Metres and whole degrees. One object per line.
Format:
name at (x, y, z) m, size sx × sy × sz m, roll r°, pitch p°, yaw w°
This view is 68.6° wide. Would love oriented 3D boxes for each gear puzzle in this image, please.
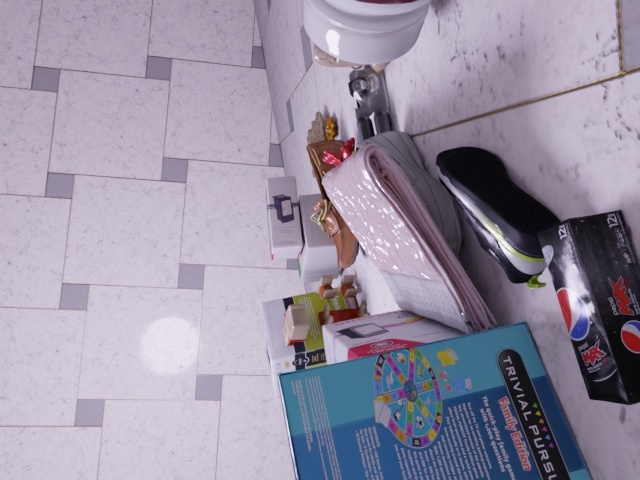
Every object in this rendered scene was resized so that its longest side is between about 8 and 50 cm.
gear puzzle at (0.012, -0.340, 1.593) m, size 0.339 × 0.044 × 0.175 m, roll 143°, pitch 118°, yaw -76°

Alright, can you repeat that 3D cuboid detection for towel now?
towel at (0.120, 0.001, 0.792) m, size 0.317 × 0.053 × 0.332 m, roll 57°, pitch 172°, yaw -6°

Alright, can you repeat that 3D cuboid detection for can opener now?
can opener at (0.123, -0.242, 1.012) m, size 0.095 × 0.076 × 0.283 m, roll -3°, pitch -98°, yaw -67°

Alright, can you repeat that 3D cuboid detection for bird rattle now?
bird rattle at (0.076, -0.135, 1.182) m, size 0.253 × 0.143 × 0.207 m, roll -120°, pitch 6°, yaw -71°

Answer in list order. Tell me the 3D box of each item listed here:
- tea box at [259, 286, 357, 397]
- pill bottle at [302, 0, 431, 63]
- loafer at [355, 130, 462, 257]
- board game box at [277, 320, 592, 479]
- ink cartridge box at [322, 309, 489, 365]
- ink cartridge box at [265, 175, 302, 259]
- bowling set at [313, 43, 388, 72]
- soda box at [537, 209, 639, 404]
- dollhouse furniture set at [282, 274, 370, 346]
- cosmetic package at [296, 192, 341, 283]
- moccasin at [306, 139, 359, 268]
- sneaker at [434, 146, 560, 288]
tea box at (-0.030, 0.359, 1.644) m, size 0.329 × 0.323 × 0.220 m, roll 94°, pitch 164°, yaw -51°
pill bottle at (0.080, -0.429, 0.565) m, size 0.392 × 0.224 × 0.224 m, roll 100°, pitch 158°, yaw -64°
loafer at (0.148, -0.082, 0.831) m, size 0.319 × 0.111 × 0.112 m, roll -110°, pitch 14°, yaw -45°
board game box at (0.135, 0.261, 0.576) m, size 0.079 × 0.336 × 0.254 m, roll 101°, pitch 158°, yaw -63°
ink cartridge box at (0.140, 0.213, 0.826) m, size 0.306 × 0.226 × 0.131 m, roll -178°, pitch 79°, yaw -79°
ink cartridge box at (-0.123, -0.071, 1.543) m, size 0.172 × 0.100 × 0.237 m, roll 116°, pitch 149°, yaw -73°
bowling set at (0.075, -0.489, 0.884) m, size 0.287 × 0.154 × 0.200 m, roll 96°, pitch 180°, yaw -61°
soda box at (0.267, 0.061, 0.441) m, size 0.053 × 0.060 × 0.169 m, roll 115°, pitch 144°, yaw -75°
dollhouse furniture set at (0.020, 0.256, 1.460) m, size 0.135 × 0.259 × 0.262 m, roll 108°, pitch 155°, yaw -49°
cosmetic package at (0.000, 0.000, 1.634) m, size 0.365 × 0.155 × 0.197 m, roll 101°, pitch 161°, yaw -66°
moccasin at (0.031, -0.105, 1.373) m, size 0.139 × 0.147 × 0.380 m, roll -176°, pitch 76°, yaw -80°
sneaker at (0.211, -0.033, 0.604) m, size 0.235 × 0.084 × 0.097 m, roll -110°, pitch 13°, yaw -46°
